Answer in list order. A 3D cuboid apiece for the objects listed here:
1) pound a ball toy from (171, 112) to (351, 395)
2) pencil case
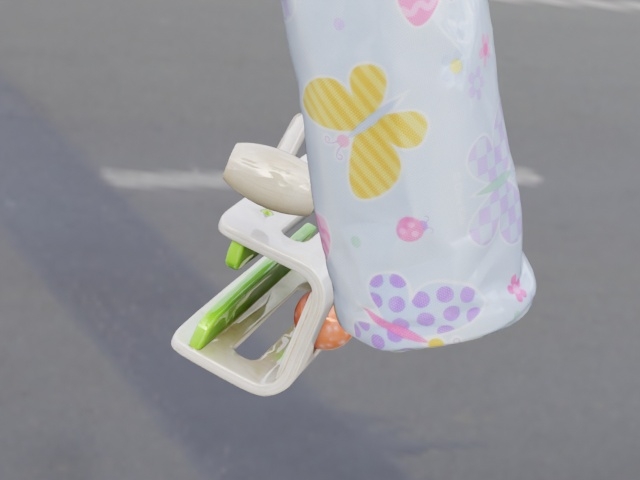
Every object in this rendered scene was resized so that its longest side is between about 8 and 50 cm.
[{"bbox_3d":[0.000,0.000,1.465,0.136,0.208,0.319,27,21,9],"label":"pound a ball toy"},{"bbox_3d":[0.043,-0.079,0.906,0.114,0.273,0.124,0,22,24],"label":"pencil case"}]
